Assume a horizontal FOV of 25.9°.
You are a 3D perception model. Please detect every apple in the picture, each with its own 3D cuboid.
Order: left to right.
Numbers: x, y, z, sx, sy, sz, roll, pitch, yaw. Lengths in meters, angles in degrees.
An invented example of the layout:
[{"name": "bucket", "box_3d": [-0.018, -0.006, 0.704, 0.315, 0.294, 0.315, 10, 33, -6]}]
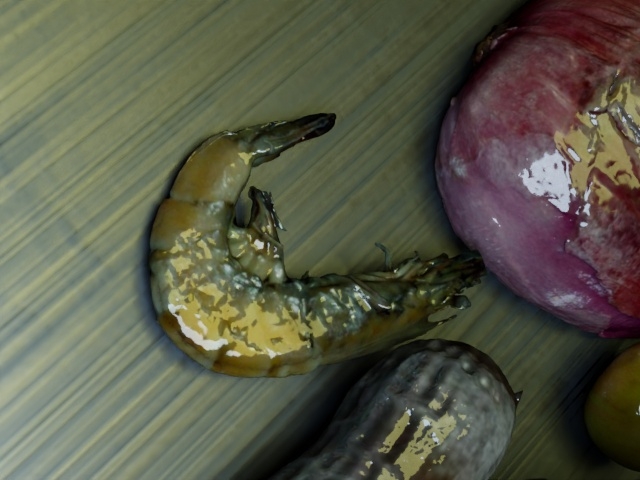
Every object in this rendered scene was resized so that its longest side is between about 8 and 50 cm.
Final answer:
[{"name": "apple", "box_3d": [0.218, 0.108, 0.916, 0.089, 0.074, 0.089, -23, 132, -28]}]

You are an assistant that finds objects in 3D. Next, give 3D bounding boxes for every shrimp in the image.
[{"name": "shrimp", "box_3d": [0.000, 0.000, 0.814, 0.217, 0.051, 0.150, -8, 83, -28]}]

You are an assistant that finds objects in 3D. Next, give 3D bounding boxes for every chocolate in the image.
[{"name": "chocolate", "box_3d": [0.024, 0.149, 0.781, 0.110, 0.110, 0.248, 49, 65, -19]}]

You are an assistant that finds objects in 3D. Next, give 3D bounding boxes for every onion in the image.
[{"name": "onion", "box_3d": [0.220, -0.040, 0.912, 0.283, 0.120, 0.227, 42, 71, -23]}]

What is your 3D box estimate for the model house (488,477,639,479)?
[{"name": "model house", "box_3d": [0.211, 0.245, 0.814, 0.237, 0.237, 0.202, 6, 81, -32]}]
